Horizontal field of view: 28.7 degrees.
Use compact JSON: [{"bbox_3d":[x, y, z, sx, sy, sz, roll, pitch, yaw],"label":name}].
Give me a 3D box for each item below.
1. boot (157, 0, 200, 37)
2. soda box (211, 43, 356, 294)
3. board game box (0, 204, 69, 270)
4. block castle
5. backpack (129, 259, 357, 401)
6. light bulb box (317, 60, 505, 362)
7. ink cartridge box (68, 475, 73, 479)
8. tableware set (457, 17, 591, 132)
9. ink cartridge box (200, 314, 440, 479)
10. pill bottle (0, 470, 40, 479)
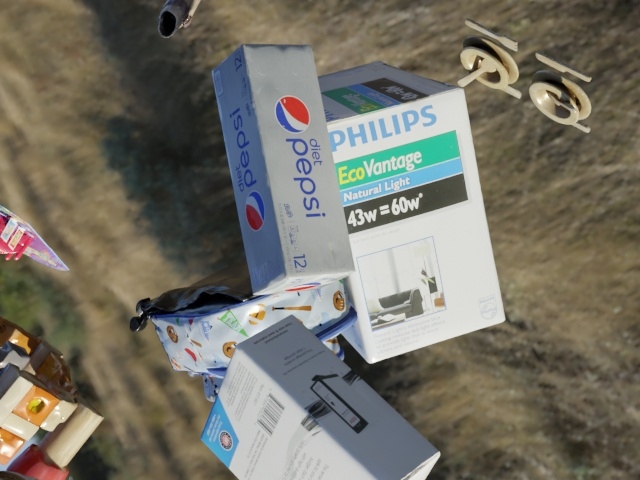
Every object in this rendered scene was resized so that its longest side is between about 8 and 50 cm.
[{"bbox_3d":[-0.152,-0.286,1.419,0.042,0.087,0.118,25,148,3],"label":"boot"},{"bbox_3d":[-0.045,-0.084,1.478,0.091,0.098,0.286,-28,70,56],"label":"soda box"},{"bbox_3d":[-0.370,-0.003,1.442,0.133,0.033,0.169,23,159,25],"label":"board game box"},{"bbox_3d":[-0.572,0.206,1.865,0.453,0.213,0.303,38,180,-37],"label":"block castle"},{"bbox_3d":[-0.084,0.111,1.762,0.213,0.276,0.263,61,152,-7],"label":"backpack"},{"bbox_3d":[0.083,-0.059,1.901,0.358,0.225,0.361,-139,35,-68],"label":"light bulb box"},{"bbox_3d":[-0.269,0.388,1.564,0.104,0.060,0.180,-103,1,-76],"label":"ink cartridge box"},{"bbox_3d":[0.257,-0.201,1.616,0.194,0.039,0.128,31,162,25],"label":"tableware set"},{"bbox_3d":[-0.005,0.196,1.196,0.203,0.086,0.148,42,133,21],"label":"ink cartridge box"},{"bbox_3d":[-0.412,0.357,1.569,0.131,0.131,0.229,62,-176,8],"label":"pill bottle"}]
